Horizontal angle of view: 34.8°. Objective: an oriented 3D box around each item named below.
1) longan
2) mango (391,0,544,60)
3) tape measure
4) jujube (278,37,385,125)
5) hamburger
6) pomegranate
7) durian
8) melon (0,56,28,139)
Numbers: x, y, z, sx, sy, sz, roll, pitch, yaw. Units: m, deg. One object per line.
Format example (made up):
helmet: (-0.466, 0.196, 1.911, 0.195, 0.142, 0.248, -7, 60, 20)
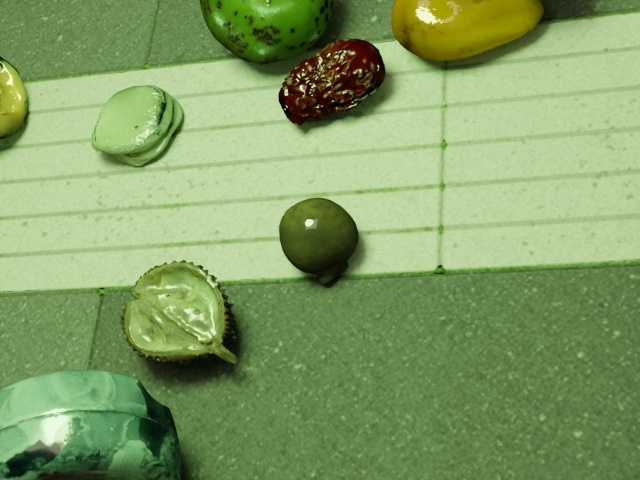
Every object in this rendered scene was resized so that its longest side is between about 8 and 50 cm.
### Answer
longan: (0.000, 0.000, 1.382, 0.106, 0.106, 0.119, -19, 98, 8)
mango: (0.212, -0.329, 1.482, 0.219, 0.112, 0.144, -4, 61, 2)
tape measure: (-0.308, 0.265, 1.240, 0.275, 0.256, 0.147, -23, 54, 11)
jujube: (0.014, -0.237, 1.499, 0.166, 0.104, 0.104, -20, 58, 9)
hamburger: (-0.286, -0.184, 1.589, 0.133, 0.062, 0.140, 15, 70, 26)
pomegranate: (-0.078, -0.380, 1.525, 0.211, 0.263, 0.211, 2, 76, -8)
durian: (-0.174, 0.111, 1.379, 0.188, 0.091, 0.148, 34, 90, 26)
melon: (-0.548, -0.213, 1.688, 0.128, 0.079, 0.160, -15, 58, 31)
